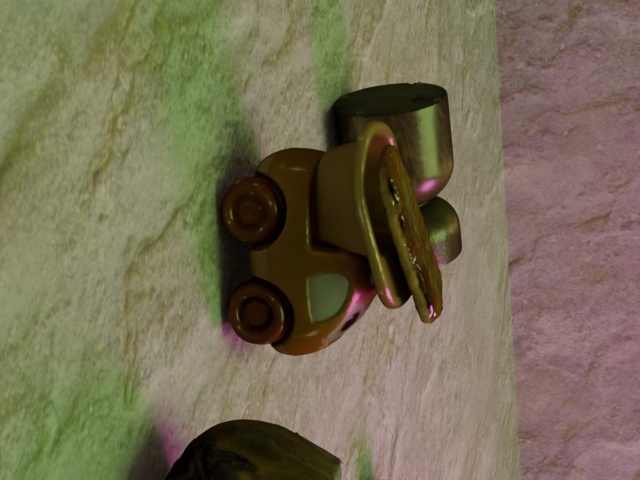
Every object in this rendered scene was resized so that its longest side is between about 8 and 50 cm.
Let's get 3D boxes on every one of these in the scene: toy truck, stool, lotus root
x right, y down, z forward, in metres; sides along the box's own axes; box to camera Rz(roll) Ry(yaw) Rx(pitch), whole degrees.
[{"bbox_3d":[0.000,0.000,1.759,0.204,0.212,0.288,-25,110,-69],"label":"toy truck"},{"bbox_3d":[0.124,-0.100,2.190,0.179,0.179,0.264,-54,141,-61],"label":"stool"},{"bbox_3d":[-0.089,0.321,1.489,0.272,0.192,0.272,-61,-175,9],"label":"lotus root"}]

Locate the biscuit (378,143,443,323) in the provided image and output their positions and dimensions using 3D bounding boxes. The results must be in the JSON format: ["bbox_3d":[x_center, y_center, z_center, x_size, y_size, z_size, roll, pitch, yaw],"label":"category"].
[{"bbox_3d":[0.110,-0.006,1.720,0.118,0.029,0.247,-81,155,-54],"label":"biscuit"}]
